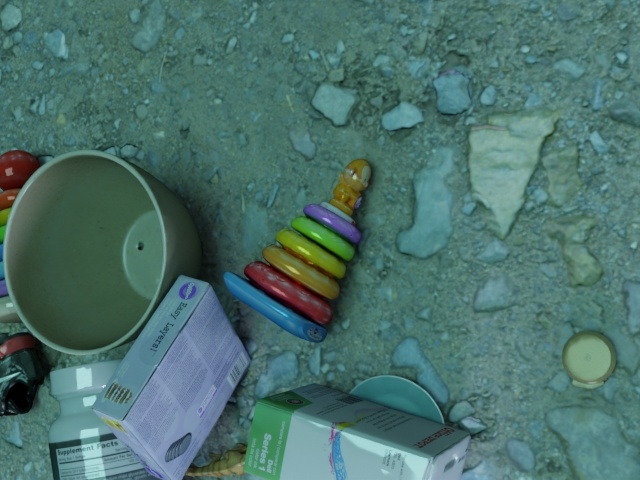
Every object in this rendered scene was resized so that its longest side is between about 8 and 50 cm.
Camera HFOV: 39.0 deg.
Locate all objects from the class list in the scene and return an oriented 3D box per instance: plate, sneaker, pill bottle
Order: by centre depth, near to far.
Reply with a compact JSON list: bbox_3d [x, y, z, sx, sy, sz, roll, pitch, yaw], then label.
[{"bbox_3d":[0.115,0.309,1.448,0.188,0.024,0.188,-1,87,26],"label":"plate"},{"bbox_3d":[-0.354,0.393,1.561,0.210,0.210,0.363,-14,81,24],"label":"pill bottle"},{"bbox_3d":[-0.636,0.306,1.756,0.276,0.097,0.135,-43,69,16],"label":"sneaker"}]

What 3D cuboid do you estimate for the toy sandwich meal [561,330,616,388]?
[{"bbox_3d":[0.394,0.174,1.322,0.085,0.029,0.086,-4,82,26],"label":"toy sandwich meal"}]

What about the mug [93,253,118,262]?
[{"bbox_3d":[-0.425,0.023,1.701,0.062,0.078,0.064,-37,60,53],"label":"mug"}]

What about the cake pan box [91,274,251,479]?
[{"bbox_3d":[-0.222,0.220,1.438,0.070,0.246,0.267,18,61,24],"label":"cake pan box"}]

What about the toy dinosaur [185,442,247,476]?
[{"bbox_3d":[-0.134,0.371,1.512,0.211,0.112,0.064,-22,78,22],"label":"toy dinosaur"}]

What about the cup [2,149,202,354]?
[{"bbox_3d":[-0.338,0.024,1.554,0.331,0.237,0.331,-1,87,24],"label":"cup"}]

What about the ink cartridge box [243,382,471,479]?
[{"bbox_3d":[0.059,0.315,1.348,0.278,0.201,0.117,13,94,24],"label":"ink cartridge box"}]

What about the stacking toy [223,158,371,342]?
[{"bbox_3d":[0.000,0.000,1.463,0.165,0.175,0.302,31,87,23],"label":"stacking toy"}]

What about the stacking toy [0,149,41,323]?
[{"bbox_3d":[-0.576,-0.013,1.736,0.141,0.141,0.330,-15,75,24],"label":"stacking toy"}]
